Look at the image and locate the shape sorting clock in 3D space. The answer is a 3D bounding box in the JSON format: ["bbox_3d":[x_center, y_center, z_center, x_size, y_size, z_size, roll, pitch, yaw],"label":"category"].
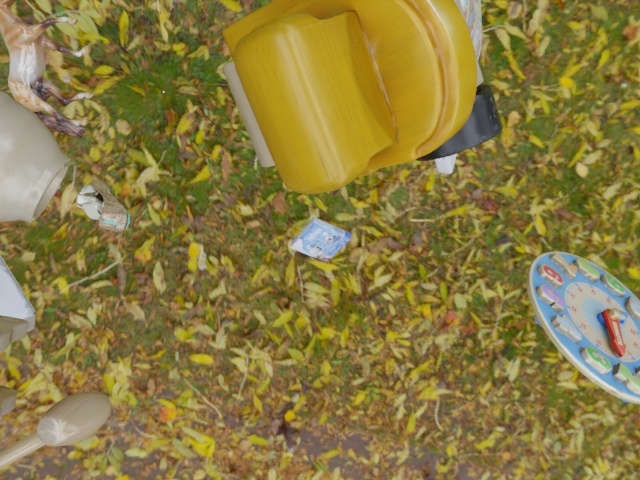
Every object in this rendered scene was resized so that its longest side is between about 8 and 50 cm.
[{"bbox_3d":[0.332,0.093,0.646,0.206,0.206,0.040,19,135,-20],"label":"shape sorting clock"}]

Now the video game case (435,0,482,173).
[{"bbox_3d":[0.180,-0.231,0.735,0.026,0.206,0.227,10,78,20],"label":"video game case"}]

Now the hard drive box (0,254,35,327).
[{"bbox_3d":[-0.513,0.042,0.797,0.089,0.181,0.232,-33,91,-31],"label":"hard drive box"}]

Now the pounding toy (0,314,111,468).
[{"bbox_3d":[-0.320,0.132,0.419,0.270,0.154,0.154,8,88,7],"label":"pounding toy"}]

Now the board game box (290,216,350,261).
[{"bbox_3d":[0.000,0.000,1.130,0.090,0.020,0.090,23,133,-23],"label":"board game box"}]

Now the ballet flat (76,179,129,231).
[{"bbox_3d":[-0.465,-0.079,1.144,0.067,0.206,0.073,4,109,-44],"label":"ballet flat"}]

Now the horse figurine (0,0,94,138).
[{"bbox_3d":[-0.489,-0.300,0.969,0.175,0.066,0.263,10,122,6],"label":"horse figurine"}]

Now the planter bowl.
[{"bbox_3d":[-0.385,-0.088,0.685,0.109,0.162,0.162,30,95,-17],"label":"planter bowl"}]

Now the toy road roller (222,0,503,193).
[{"bbox_3d":[-0.005,-0.147,0.552,0.241,0.330,0.202,-36,111,-41],"label":"toy road roller"}]
